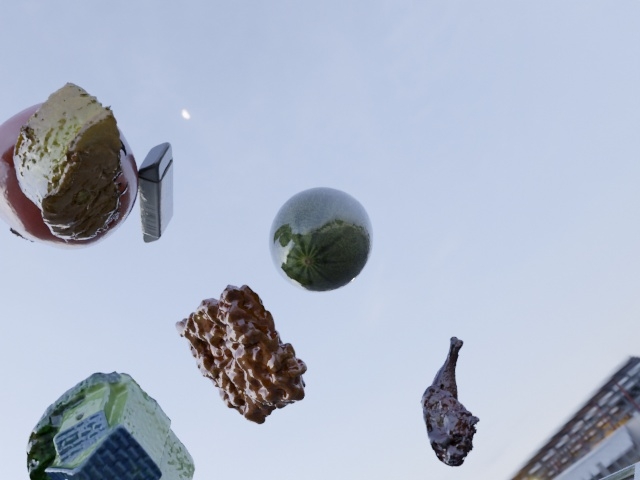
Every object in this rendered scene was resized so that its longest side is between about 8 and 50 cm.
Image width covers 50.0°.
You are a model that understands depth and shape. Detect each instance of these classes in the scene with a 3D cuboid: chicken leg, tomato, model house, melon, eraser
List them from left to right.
[{"bbox_3d":[-0.536,-0.141,1.444,0.321,0.321,0.321,-26,-32,-17],"label":"tomato"},{"bbox_3d":[-0.277,0.312,0.867,0.195,0.189,0.214,-29,-67,-5],"label":"model house"},{"bbox_3d":[-0.394,-0.106,1.646,0.352,0.061,0.089,108,-177,-56],"label":"eraser"},{"bbox_3d":[0.000,0.000,1.558,0.237,0.237,0.302,-46,1,17],"label":"melon"},{"bbox_3d":[0.208,0.261,1.112,0.093,0.205,0.053,-29,-35,31],"label":"chicken leg"}]

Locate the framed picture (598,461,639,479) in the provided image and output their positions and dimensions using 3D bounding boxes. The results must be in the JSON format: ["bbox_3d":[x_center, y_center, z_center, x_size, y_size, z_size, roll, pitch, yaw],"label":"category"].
[{"bbox_3d":[0.185,0.275,0.604,0.232,0.024,0.315,-34,-20,18],"label":"framed picture"}]

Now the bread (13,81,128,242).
[{"bbox_3d":[-0.419,-0.112,1.127,0.147,0.160,0.261,-35,-18,-39],"label":"bread"}]

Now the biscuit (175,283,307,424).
[{"bbox_3d":[-0.180,0.269,1.578,0.110,0.318,0.312,-35,-2,-40],"label":"biscuit"}]
